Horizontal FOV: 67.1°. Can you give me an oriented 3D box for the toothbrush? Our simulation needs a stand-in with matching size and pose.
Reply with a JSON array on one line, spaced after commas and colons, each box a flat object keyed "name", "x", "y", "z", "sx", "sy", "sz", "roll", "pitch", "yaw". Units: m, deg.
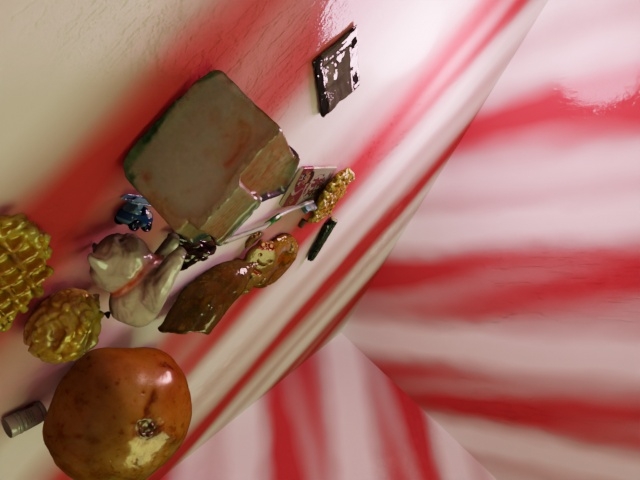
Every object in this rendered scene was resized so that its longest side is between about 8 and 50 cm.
[{"name": "toothbrush", "x": -0.169, "y": -0.065, "z": 1.617, "sx": 0.417, "sy": 0.040, "sz": 0.042, "roll": -24, "pitch": 169, "yaw": -39}]

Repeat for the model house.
[{"name": "model house", "x": -0.217, "y": -0.151, "z": 1.072, "sx": 0.312, "sy": 0.245, "sz": 0.280, "roll": -48, "pitch": 169, "yaw": -1}]

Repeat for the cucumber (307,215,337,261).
[{"name": "cucumber", "x": 0.001, "y": 0.001, "z": 2.137, "sx": 0.044, "sy": 0.043, "sz": 0.257, "roll": -14, "pitch": 142, "yaw": -51}]

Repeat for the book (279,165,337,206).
[{"name": "book", "x": -0.040, "y": -0.193, "z": 1.696, "sx": 0.162, "sy": 0.022, "sz": 0.231, "roll": -56, "pitch": 160, "yaw": 24}]

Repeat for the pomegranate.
[{"name": "pomegranate", "x": -0.564, "y": 0.478, "z": 1.342, "sx": 0.410, "sy": 0.410, "sz": 0.410, "roll": -42, "pitch": 160, "yaw": -19}]

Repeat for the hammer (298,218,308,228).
[{"name": "hammer", "x": -0.051, "y": -0.076, "z": 1.918, "sx": 0.036, "sy": 0.019, "sz": 0.110, "roll": -58, "pitch": 165, "yaw": 25}]

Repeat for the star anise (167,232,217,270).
[{"name": "star anise", "x": -0.315, "y": -0.002, "z": 1.328, "sx": 0.272, "sy": 0.102, "sz": 0.272, "roll": -46, "pitch": 163, "yaw": -19}]

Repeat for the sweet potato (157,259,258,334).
[{"name": "sweet potato", "x": -0.346, "y": 0.172, "z": 1.535, "sx": 0.370, "sy": 0.157, "sz": 0.158, "roll": -52, "pitch": 165, "yaw": -27}]

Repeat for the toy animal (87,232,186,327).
[{"name": "toy animal", "x": -0.448, "y": 0.082, "z": 1.131, "sx": 0.188, "sy": 0.308, "sz": 0.266, "roll": 10, "pitch": 106, "yaw": -25}]

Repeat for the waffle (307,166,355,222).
[{"name": "waffle", "x": 0.041, "y": -0.170, "z": 1.845, "sx": 0.254, "sy": 0.052, "sz": 0.245, "roll": -56, "pitch": 170, "yaw": 24}]

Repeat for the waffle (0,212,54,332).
[{"name": "waffle", "x": -0.615, "y": 0.072, "z": 0.858, "sx": 0.310, "sy": 0.065, "sz": 0.283, "roll": -57, "pitch": 162, "yaw": 12}]

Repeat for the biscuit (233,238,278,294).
[{"name": "biscuit", "x": -0.234, "y": 0.096, "z": 1.702, "sx": 0.225, "sy": 0.036, "sz": 0.166, "roll": -45, "pitch": 133, "yaw": 1}]

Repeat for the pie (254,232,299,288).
[{"name": "pie", "x": -0.175, "y": 0.084, "z": 1.867, "sx": 0.273, "sy": 0.069, "sz": 0.273, "roll": -47, "pitch": 165, "yaw": -17}]

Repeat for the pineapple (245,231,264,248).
[{"name": "pineapple", "x": -0.226, "y": -0.006, "z": 1.647, "sx": 0.083, "sy": 0.019, "sz": 0.045, "roll": -41, "pitch": 163, "yaw": -15}]

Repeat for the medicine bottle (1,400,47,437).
[{"name": "medicine bottle", "x": -0.778, "y": 0.471, "z": 1.272, "sx": 0.091, "sy": 0.058, "sz": 0.058, "roll": -24, "pitch": 149, "yaw": -52}]

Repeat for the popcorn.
[{"name": "popcorn", "x": -0.567, "y": 0.188, "z": 1.084, "sx": 0.170, "sy": 0.180, "sz": 0.180, "roll": 16, "pitch": 117, "yaw": -39}]

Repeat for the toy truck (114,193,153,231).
[{"name": "toy truck", "x": -0.399, "y": -0.061, "z": 1.096, "sx": 0.074, "sy": 0.063, "sz": 0.136, "roll": -71, "pitch": 162, "yaw": 4}]

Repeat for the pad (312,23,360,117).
[{"name": "pad", "x": 0.051, "y": -0.470, "z": 1.361, "sx": 0.174, "sy": 0.022, "sz": 0.233, "roll": -44, "pitch": 160, "yaw": -13}]
